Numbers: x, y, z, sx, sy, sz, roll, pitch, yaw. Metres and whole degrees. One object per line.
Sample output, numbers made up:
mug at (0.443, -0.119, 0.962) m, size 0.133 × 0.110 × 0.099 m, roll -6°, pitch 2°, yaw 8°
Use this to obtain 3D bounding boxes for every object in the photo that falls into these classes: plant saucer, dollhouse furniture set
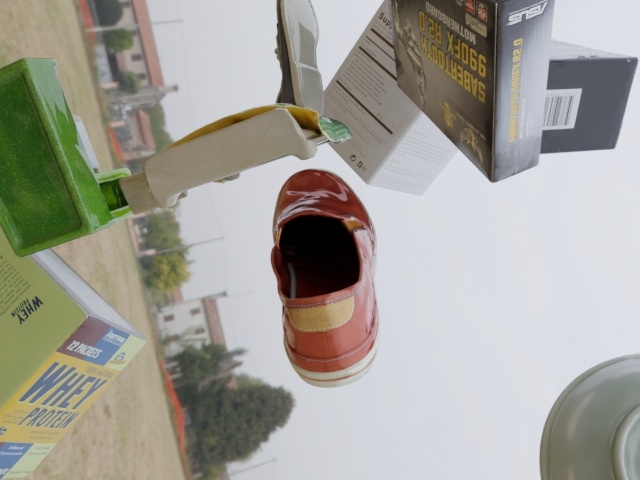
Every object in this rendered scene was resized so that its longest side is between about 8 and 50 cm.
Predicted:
plant saucer at (0.531, 0.339, 0.798) m, size 0.100 × 0.400 × 0.400 m, roll 66°, pitch -1°, yaw -55°
dollhouse furniture set at (-0.143, -0.116, 0.532) m, size 0.197 × 0.301 × 0.151 m, roll -53°, pitch 125°, yaw -73°

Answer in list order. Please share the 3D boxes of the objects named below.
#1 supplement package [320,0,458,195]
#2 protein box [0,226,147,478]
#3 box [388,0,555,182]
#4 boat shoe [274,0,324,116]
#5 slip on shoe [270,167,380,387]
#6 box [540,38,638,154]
supplement package at (0.153, -0.242, 0.869) m, size 0.293 × 0.177 × 0.175 m, roll -53°, pitch -122°, yaw 23°
protein box at (-0.348, 0.112, 0.608) m, size 0.201 × 0.200 × 0.136 m, roll 37°, pitch -12°, yaw 20°
box at (0.139, -0.198, 0.567) m, size 0.231 × 0.056 × 0.183 m, roll -116°, pitch -172°, yaw -45°
boat shoe at (-0.043, -0.253, 0.742) m, size 0.065 × 0.075 × 0.206 m, roll -15°, pitch -104°, yaw 36°
slip on shoe at (0.000, 0.000, 0.596) m, size 0.331 × 0.123 × 0.101 m, roll -94°, pitch 173°, yaw -55°
box at (0.391, -0.296, 1.113) m, size 0.294 × 0.296 × 0.182 m, roll -113°, pitch -159°, yaw -60°
